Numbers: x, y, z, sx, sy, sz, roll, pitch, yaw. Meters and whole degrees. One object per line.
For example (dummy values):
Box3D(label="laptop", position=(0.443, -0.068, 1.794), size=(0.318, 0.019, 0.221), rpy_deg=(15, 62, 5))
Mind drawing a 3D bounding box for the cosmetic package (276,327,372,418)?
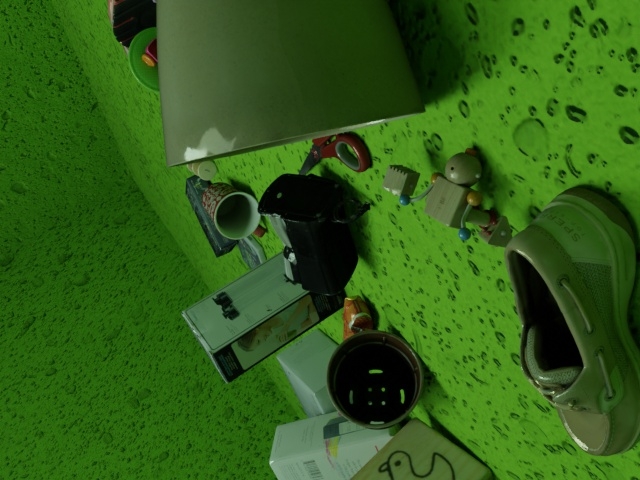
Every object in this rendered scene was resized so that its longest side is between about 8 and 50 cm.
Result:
Box3D(label="cosmetic package", position=(0.029, 0.373, 1.537), size=(0.224, 0.138, 0.224), rpy_deg=(25, 143, 59))

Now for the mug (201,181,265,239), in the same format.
Box3D(label="mug", position=(-0.219, -0.065, 1.529), size=(0.169, 0.113, 0.150), rpy_deg=(35, 150, 60))

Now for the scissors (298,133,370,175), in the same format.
Box3D(label="scissors", position=(-0.004, -0.146, 0.940), size=(0.109, 0.021, 0.297), rpy_deg=(60, 164, -14))

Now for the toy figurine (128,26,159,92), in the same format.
Box3D(label="toy figurine", position=(-0.269, -0.345, 1.215), size=(0.173, 0.130, 0.159), rpy_deg=(43, 162, -28))

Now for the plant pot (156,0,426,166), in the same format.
Box3D(label="plant pot", position=(-0.050, -0.230, 0.601), size=(0.256, 0.256, 0.274), rpy_deg=(-172, 69, -69))

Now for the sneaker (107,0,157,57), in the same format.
Box3D(label="sneaker", position=(-0.406, -0.467, 1.351), size=(0.136, 0.115, 0.314), rpy_deg=(54, 163, 19))

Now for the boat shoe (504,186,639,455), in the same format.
Box3D(label="boat shoe", position=(0.225, 0.100, 0.571), size=(0.109, 0.098, 0.302), rpy_deg=(36, 152, 52))

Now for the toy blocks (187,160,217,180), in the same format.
Box3D(label="toy blocks", position=(-0.338, -0.231, 1.669), size=(0.148, 0.054, 0.123), rpy_deg=(33, 150, 56))

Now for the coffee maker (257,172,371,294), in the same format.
Box3D(label="coffee maker", position=(0.000, 0.000, 0.990), size=(0.171, 0.120, 0.178), rpy_deg=(34, 155, 39))

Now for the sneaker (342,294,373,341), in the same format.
Box3D(label="sneaker", position=(0.072, 0.161, 1.209), size=(0.175, 0.064, 0.067), rpy_deg=(95, 161, -55))

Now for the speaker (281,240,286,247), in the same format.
Box3D(label="speaker", position=(-0.060, -0.027, 1.236), size=(0.055, 0.055, 0.136), rpy_deg=(30, 148, 57))

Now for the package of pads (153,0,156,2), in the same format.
Box3D(label="package of pads", position=(-0.301, -0.476, 1.179), size=(0.083, 0.032, 0.050), rpy_deg=(29, 145, 58))

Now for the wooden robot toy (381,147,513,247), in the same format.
Box3D(label="wooden robot toy", position=(0.141, -0.057, 0.640), size=(0.173, 0.076, 0.079), rpy_deg=(38, 119, 49))

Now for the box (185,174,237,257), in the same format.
Box3D(label="box", position=(-0.330, -0.072, 1.875), size=(0.233, 0.059, 0.183), rpy_deg=(63, 165, 3))

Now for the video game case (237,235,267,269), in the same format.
Box3D(label="video game case", position=(-0.195, 0.039, 1.785), size=(0.173, 0.022, 0.190), rpy_deg=(45, 159, 39))

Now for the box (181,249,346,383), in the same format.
Box3D(label="box", position=(-0.112, 0.136, 1.258), size=(0.169, 0.289, 0.087), rpy_deg=(36, 152, 50))

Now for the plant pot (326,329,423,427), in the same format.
Box3D(label="plant pot", position=(0.100, 0.268, 1.135), size=(0.167, 0.167, 0.165), rpy_deg=(50, 169, 25))

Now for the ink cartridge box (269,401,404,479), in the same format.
Box3D(label="ink cartridge box", position=(0.092, 0.478, 1.374), size=(0.119, 0.353, 0.207), rpy_deg=(-76, -35, -62))

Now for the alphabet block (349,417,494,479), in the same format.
Box3D(label="alphabet block", position=(0.187, 0.483, 1.136), size=(0.192, 0.197, 0.194), rpy_deg=(27, 146, 44))
